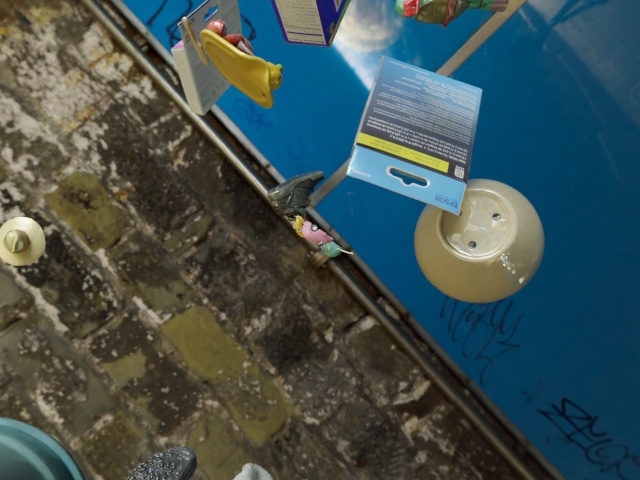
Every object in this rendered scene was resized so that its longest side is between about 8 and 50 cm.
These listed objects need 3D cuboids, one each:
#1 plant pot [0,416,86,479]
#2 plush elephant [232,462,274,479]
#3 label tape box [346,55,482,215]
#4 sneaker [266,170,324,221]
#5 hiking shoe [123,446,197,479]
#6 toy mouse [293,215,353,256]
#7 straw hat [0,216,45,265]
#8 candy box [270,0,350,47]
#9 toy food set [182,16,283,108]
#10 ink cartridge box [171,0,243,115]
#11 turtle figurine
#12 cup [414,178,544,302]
[{"bbox_3d":[-0.394,0.315,0.347,0.341,0.341,0.334,46,-34,4],"label":"plant pot"},{"bbox_3d":[-0.075,0.399,0.464,0.272,0.329,0.255,55,26,-30],"label":"plush elephant"},{"bbox_3d":[0.206,-0.223,0.944,0.249,0.348,0.115,19,-23,-1],"label":"label tape box"},{"bbox_3d":[-0.066,-0.145,1.384,0.087,0.227,0.130,4,-57,45],"label":"sneaker"},{"bbox_3d":[-0.266,0.428,0.634,0.086,0.227,0.114,14,-40,37],"label":"hiking shoe"},{"bbox_3d":[0.000,0.000,0.825,0.143,0.031,0.161,35,-3,22],"label":"toy mouse"},{"bbox_3d":[-0.885,0.002,1.217,0.144,0.144,0.061,48,-9,-6],"label":"straw hat"},{"bbox_3d":[-0.013,-0.587,0.797,0.122,0.268,0.317,16,-13,15],"label":"candy box"},{"bbox_3d":[-0.139,-0.327,0.739,0.218,0.071,0.128,40,-10,20],"label":"toy food set"},{"bbox_3d":[-0.372,-0.658,1.429,0.071,0.324,0.330,19,-33,14],"label":"ink cartridge box"},{"bbox_3d":[0.215,-0.433,0.726,0.175,0.234,0.118,-91,177,-76],"label":"turtle figurine"},{"bbox_3d":[0.383,-0.015,1.032,0.331,0.331,0.237,41,6,21],"label":"cup"}]
